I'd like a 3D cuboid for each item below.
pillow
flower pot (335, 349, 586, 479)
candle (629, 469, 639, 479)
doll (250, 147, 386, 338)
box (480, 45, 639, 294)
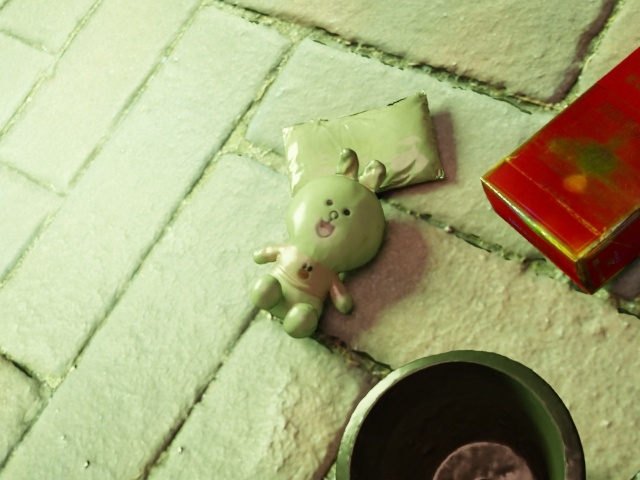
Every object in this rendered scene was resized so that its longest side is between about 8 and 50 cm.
[{"bbox_3d":[0.057,-0.127,1.425,0.229,0.050,0.148,-14,68,16],"label":"pillow"},{"bbox_3d":[0.168,0.270,1.098,0.269,0.166,0.269,-11,60,20],"label":"flower pot"},{"bbox_3d":[0.395,0.290,0.987,0.330,0.187,0.187,-44,56,-3],"label":"candle"},{"bbox_3d":[-0.002,0.008,1.342,0.155,0.113,0.275,25,69,9],"label":"doll"},{"bbox_3d":[0.384,-0.103,1.241,0.313,0.089,0.197,-39,48,-3],"label":"box"}]
